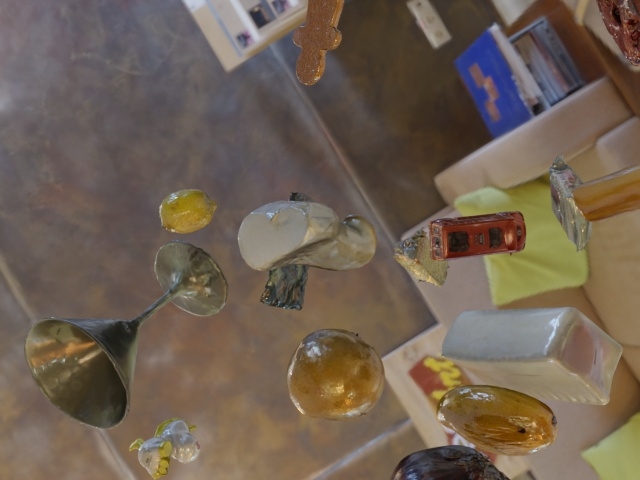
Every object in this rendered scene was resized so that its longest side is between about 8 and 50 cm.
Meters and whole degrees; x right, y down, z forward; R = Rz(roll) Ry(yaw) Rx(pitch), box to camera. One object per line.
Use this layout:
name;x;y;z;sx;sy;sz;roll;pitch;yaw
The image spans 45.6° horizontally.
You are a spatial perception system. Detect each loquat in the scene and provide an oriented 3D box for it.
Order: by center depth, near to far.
loquat;0.042;0.359;1.995;0.263;0.263;0.263;58;175;9

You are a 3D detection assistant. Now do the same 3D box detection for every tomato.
tomato;0.657;-0.473;1.557;0.228;0.101;0.228;57;-172;-13

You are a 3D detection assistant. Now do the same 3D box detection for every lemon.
lemon;-0.246;-0.055;1.417;0.082;0.111;0.082;162;90;-86

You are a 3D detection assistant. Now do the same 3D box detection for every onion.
onion;0.238;0.513;1.372;0.273;0.285;0.273;21;-164;-6

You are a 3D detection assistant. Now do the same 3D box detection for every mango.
mango;0.350;0.368;1.551;0.262;0.109;0.157;-4;130;32

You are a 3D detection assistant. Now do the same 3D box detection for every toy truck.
toy truck;0.401;-0.009;1.888;0.114;0.253;0.107;-159;63;-78

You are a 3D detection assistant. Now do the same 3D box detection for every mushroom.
mushroom;0.000;0.000;1.263;0.159;0.122;0.329;14;-177;30

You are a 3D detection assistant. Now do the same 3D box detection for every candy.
candy;0.461;0.249;1.691;0.208;0.145;0.359;34;159;-21

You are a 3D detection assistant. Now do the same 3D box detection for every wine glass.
wine glass;-0.394;0.174;1.633;0.267;0.267;0.406;60;-143;-13

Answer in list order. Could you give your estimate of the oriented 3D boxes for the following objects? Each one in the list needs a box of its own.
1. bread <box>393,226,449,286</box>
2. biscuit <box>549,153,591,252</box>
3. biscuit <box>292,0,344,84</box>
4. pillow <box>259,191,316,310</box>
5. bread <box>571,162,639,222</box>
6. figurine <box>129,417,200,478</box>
bread;0.287;0.065;2.191;0.147;0.127;0.152;46;-158;-17
biscuit;0.696;-0.106;2.125;0.309;0.079;0.186;-82;-16;-65
biscuit;0.000;-0.482;1.756;0.036;0.250;0.165;7;-172;-39
pillow;-0.057;0.027;1.687;0.034;0.255;0.189;14;175;25
bread;0.574;-0.090;1.403;0.092;0.074;0.239;21;156;-26
figurine;-0.357;0.483;1.817;0.129;0.178;0.109;29;123;33
